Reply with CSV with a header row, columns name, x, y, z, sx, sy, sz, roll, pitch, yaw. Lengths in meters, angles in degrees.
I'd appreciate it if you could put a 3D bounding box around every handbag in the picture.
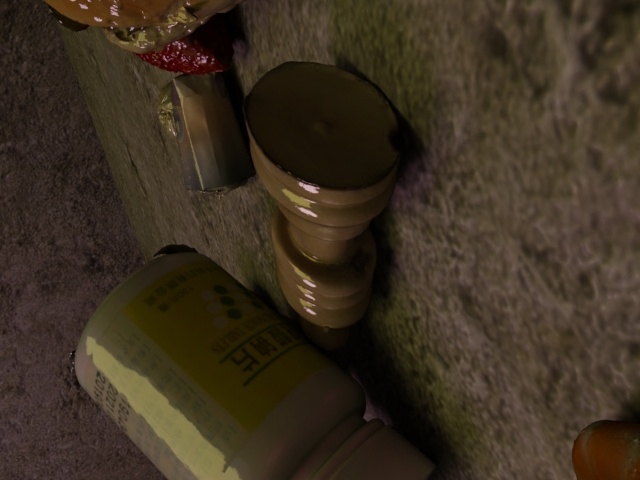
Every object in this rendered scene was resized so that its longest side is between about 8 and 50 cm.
name,x,y,z,sx,sy,sz,roll,pitch,yaw
handbag,-0.142,-0.134,0.848,0.117,0.095,0.173,-126,25,-75

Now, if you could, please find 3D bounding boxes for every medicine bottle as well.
name,x,y,z,sx,sy,sz,roll,pitch,yaw
medicine bottle,-0.079,0.194,0.714,0.379,0.213,0.213,37,148,21

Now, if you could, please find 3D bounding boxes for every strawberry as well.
name,x,y,z,sx,sy,sz,roll,pitch,yaw
strawberry,-0.166,-0.255,0.746,0.148,0.131,0.131,19,131,36

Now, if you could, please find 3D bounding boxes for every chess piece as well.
name,x,y,z,sx,sy,sz,roll,pitch,yaw
chess piece,0.000,0.000,0.612,0.139,0.124,0.307,24,146,18

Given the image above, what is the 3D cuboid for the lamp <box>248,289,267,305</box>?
name,x,y,z,sx,sy,sz,roll,pitch,yaw
lamp,-0.149,0.175,1.053,0.187,0.164,0.187,51,151,43

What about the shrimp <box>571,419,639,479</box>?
name,x,y,z,sx,sy,sz,roll,pitch,yaw
shrimp,0.217,0.171,0.304,0.150,0.068,0.249,60,167,-15

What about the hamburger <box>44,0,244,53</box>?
name,x,y,z,sx,sy,sz,roll,pitch,yaw
hamburger,-0.189,-0.291,0.592,0.209,0.162,0.330,-46,69,24

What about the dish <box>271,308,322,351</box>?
name,x,y,z,sx,sy,sz,roll,pitch,yaw
dish,-0.058,0.169,0.900,0.229,0.081,0.229,24,128,34

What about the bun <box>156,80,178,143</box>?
name,x,y,z,sx,sy,sz,roll,pitch,yaw
bun,-0.209,-0.187,0.978,0.115,0.069,0.115,53,156,36
